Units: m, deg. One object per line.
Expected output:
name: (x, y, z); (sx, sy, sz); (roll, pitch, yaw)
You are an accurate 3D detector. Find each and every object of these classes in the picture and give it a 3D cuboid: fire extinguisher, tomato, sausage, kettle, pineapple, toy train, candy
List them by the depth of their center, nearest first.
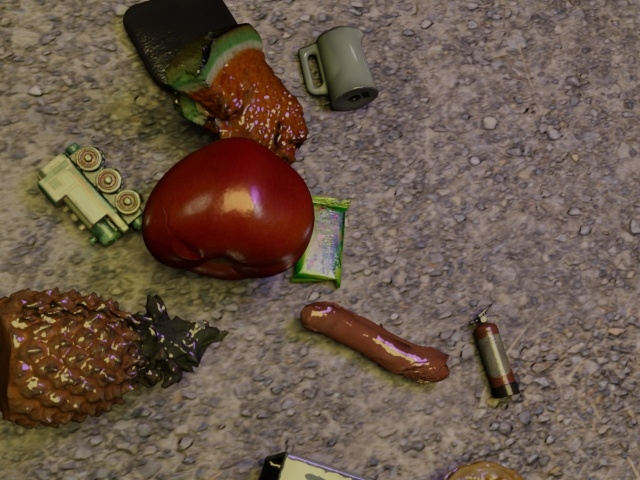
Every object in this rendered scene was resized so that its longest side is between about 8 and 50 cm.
pineapple: (-0.335, 0.175, 1.309); (0.357, 0.223, 0.223); (-5, 75, -26)
tomato: (-0.154, -0.054, 1.386); (0.298, 0.298, 0.226); (5, 71, -14)
toy train: (-0.399, -0.077, 1.429); (0.125, 0.081, 0.194); (-41, 90, -12)
sausage: (0.101, 0.186, 1.488); (0.304, 0.078, 0.078); (26, 68, -8)
candy: (0.000, 0.000, 1.538); (0.102, 0.032, 0.178); (10, 71, -13)
fire extinguisher: (0.335, 0.212, 1.557); (0.062, 0.050, 0.177); (-16, 78, 0)
kettle: (0.041, -0.342, 1.634); (0.098, 0.127, 0.148); (2, 67, -49)

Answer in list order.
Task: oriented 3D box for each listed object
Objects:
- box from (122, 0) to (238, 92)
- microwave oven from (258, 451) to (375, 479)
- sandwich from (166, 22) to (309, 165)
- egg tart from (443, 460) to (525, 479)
box: (-0.257, -0.393, 1.583); (0.212, 0.042, 0.201); (-26, 81, -22)
microwave oven: (-0.014, 0.541, 1.265); (0.286, 0.218, 0.355); (19, 69, -8)
sandwich: (-0.154, -0.244, 1.507); (0.301, 0.162, 0.250); (53, 36, -21)
egg tart: (0.287, 0.510, 1.421); (0.241, 0.106, 0.241); (6, 68, -16)
